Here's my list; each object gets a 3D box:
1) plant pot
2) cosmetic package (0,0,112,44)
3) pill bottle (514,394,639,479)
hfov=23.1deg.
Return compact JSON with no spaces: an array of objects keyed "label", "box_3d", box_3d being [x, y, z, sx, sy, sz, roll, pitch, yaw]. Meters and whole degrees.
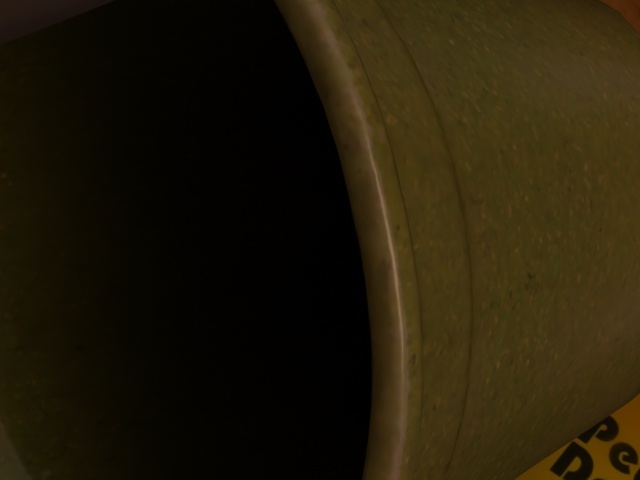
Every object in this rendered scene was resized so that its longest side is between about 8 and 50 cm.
[{"label":"plant pot","box_3d":[0.000,0.000,0.537,0.254,0.276,0.276,-10,95,-47]},{"label":"cosmetic package","box_3d":[-0.167,-0.253,0.284,0.230,0.161,0.453,-20,96,-52]},{"label":"pill bottle","box_3d":[0.111,0.107,0.685,0.215,0.117,0.117,-46,115,-28]}]
